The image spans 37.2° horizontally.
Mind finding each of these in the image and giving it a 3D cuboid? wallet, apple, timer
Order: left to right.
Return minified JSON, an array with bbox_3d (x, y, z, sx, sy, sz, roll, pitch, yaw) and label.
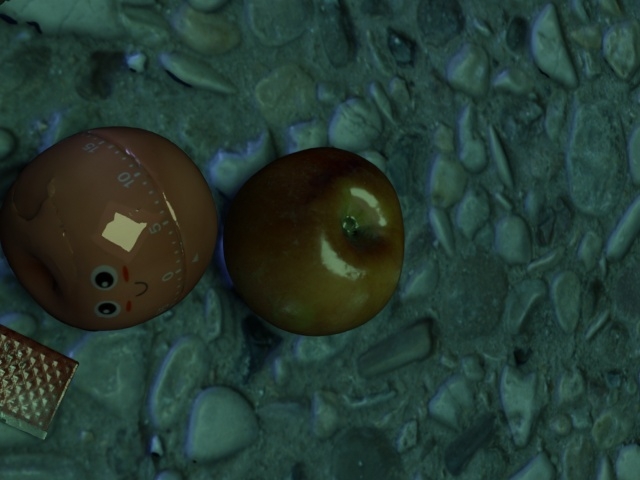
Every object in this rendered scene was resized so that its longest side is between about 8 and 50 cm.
[{"bbox_3d":[-0.385,0.148,1.105,0.196,0.020,0.103,33,73,-31],"label":"wallet"},{"bbox_3d":[-0.239,-0.012,1.082,0.215,0.230,0.229,-33,108,-32],"label":"timer"},{"bbox_3d":[0.000,0.000,1.254,0.254,0.254,0.253,0,90,-36],"label":"apple"}]

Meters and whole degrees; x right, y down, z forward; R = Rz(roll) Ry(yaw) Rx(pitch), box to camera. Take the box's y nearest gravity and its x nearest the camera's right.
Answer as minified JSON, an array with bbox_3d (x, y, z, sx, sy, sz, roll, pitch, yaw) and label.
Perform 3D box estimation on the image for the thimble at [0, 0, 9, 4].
[{"bbox_3d":[-0.370,-0.386,0.976,0.167,0.254,0.288,9,111,-32],"label":"thimble"}]
